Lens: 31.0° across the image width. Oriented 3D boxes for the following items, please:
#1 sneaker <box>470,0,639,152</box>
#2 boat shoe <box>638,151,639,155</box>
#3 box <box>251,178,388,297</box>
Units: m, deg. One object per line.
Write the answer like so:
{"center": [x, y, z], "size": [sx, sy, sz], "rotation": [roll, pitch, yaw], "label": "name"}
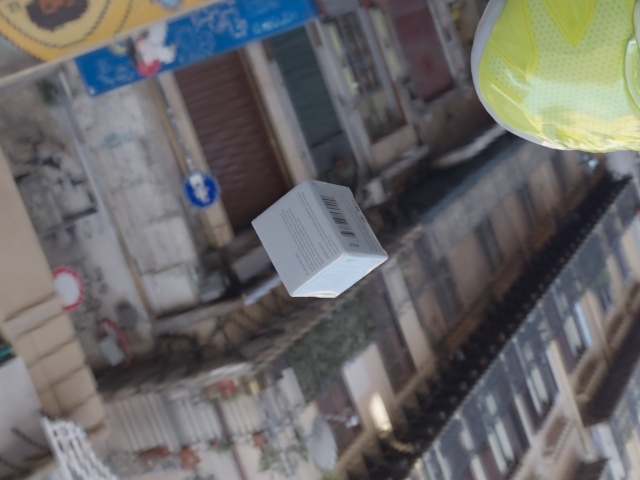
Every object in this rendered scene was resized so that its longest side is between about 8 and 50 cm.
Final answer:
{"center": [0.205, -0.085, 0.419], "size": [0.385, 0.145, 0.147], "rotation": [-5, -146, 45], "label": "sneaker"}
{"center": [0.491, -0.072, 1.357], "size": [0.109, 0.091, 0.305], "rotation": [-6, -141, -27], "label": "boat shoe"}
{"center": [0.000, 0.000, 1.274], "size": [0.087, 0.101, 0.102], "rotation": [-38, 159, 23], "label": "box"}
